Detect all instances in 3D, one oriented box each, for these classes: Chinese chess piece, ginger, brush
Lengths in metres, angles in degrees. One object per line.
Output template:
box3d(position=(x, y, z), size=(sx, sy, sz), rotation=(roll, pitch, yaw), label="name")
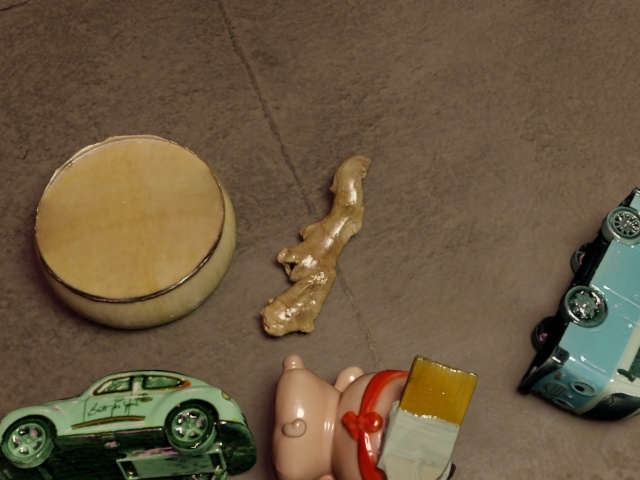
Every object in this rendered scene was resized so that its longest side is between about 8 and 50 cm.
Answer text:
box3d(position=(-0.238, -0.012, 1.088), size=(0.257, 0.104, 0.257), rotation=(0, 65, -1), label="Chinese chess piece")
box3d(position=(0.000, 0.000, 1.107), size=(0.089, 0.075, 0.288), rotation=(18, 70, 13), label="ginger")
box3d(position=(0.078, 0.284, 0.873), size=(0.086, 0.020, 0.336), rotation=(17, 97, -9), label="brush")

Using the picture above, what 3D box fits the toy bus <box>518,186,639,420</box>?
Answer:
box3d(position=(0.372, 0.092, 1.025), size=(0.165, 0.133, 0.271), rotation=(31, 66, 9), label="toy bus")

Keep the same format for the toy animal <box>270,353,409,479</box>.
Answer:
box3d(position=(0.043, 0.218, 0.957), size=(0.198, 0.171, 0.171), rotation=(6, 64, 11), label="toy animal")

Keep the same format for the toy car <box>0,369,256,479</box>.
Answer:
box3d(position=(-0.227, 0.220, 0.965), size=(0.306, 0.136, 0.125), rotation=(-4, 51, 0), label="toy car")
